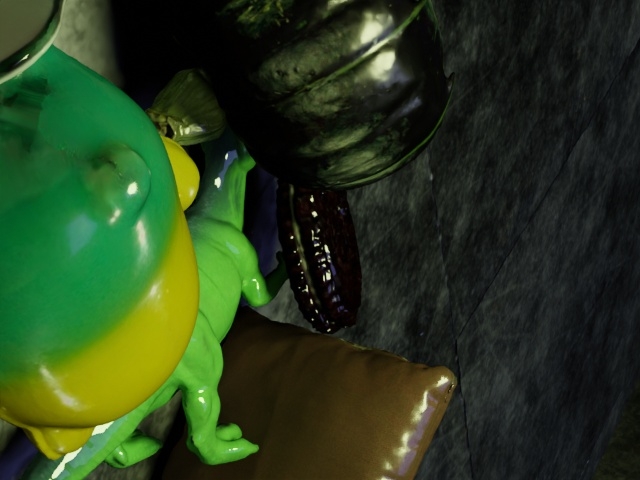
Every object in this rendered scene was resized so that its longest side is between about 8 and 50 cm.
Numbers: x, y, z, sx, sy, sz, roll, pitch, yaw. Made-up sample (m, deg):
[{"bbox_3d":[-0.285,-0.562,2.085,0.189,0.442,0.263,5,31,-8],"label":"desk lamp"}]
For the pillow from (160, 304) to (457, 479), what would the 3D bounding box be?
[{"bbox_3d":[-0.040,0.232,1.237,0.108,0.308,0.305,34,76,-44],"label":"pillow"}]

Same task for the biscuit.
[{"bbox_3d":[0.000,0.000,1.242,0.194,0.053,0.194,-12,90,-77],"label":"biscuit"}]

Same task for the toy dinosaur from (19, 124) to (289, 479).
[{"bbox_3d":[-0.162,0.054,1.073,0.500,0.144,0.374,-15,113,-65],"label":"toy dinosaur"}]

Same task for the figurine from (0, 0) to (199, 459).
[{"bbox_3d":[-0.198,-0.008,0.867,0.323,0.232,0.340,-61,146,-34],"label":"figurine"}]

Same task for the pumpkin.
[{"bbox_3d":[-0.036,-0.165,1.068,0.296,0.296,0.295,-39,138,-48],"label":"pumpkin"}]
